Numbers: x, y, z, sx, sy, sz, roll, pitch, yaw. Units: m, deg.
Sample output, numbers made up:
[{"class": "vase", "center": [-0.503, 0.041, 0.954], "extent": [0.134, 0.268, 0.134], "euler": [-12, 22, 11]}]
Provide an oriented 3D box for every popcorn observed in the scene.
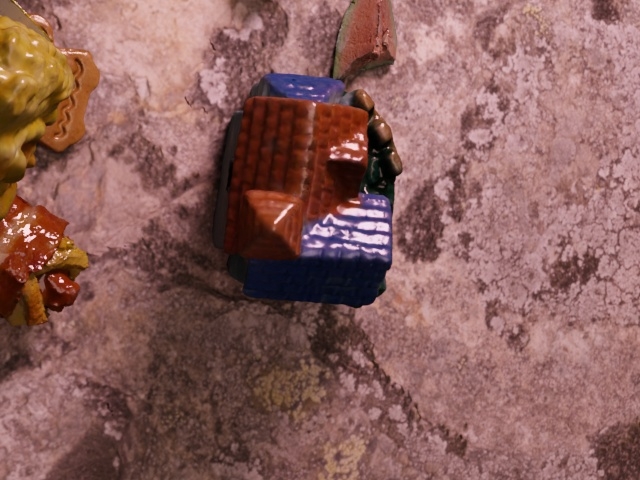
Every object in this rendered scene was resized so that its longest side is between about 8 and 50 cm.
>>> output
[{"class": "popcorn", "center": [-0.375, -0.140, 1.205], "extent": [0.174, 0.286, 0.225], "euler": [36, 59, 6]}]

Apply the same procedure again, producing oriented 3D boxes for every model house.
[{"class": "model house", "center": [-0.005, -0.062, 1.381], "extent": [0.252, 0.329, 0.294], "euler": [9, 91, -4]}]

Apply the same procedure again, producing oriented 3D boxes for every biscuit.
[{"class": "biscuit", "center": [-0.400, -0.201, 1.363], "extent": [0.249, 0.035, 0.184], "euler": [18, 87, -26]}]

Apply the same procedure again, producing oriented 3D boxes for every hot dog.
[{"class": "hot dog", "center": [-0.388, 0.014, 1.353], "extent": [0.213, 0.103, 0.146], "euler": [35, 82, -23]}]

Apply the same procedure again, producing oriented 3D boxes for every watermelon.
[{"class": "watermelon", "center": [0.079, -0.304, 1.573], "extent": [0.101, 0.080, 0.155], "euler": [7, 77, -36]}]

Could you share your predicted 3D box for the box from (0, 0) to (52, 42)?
[{"class": "box", "center": [-0.429, -0.215, 1.311], "extent": [0.193, 0.030, 0.121], "euler": [-48, 112, -12]}]
